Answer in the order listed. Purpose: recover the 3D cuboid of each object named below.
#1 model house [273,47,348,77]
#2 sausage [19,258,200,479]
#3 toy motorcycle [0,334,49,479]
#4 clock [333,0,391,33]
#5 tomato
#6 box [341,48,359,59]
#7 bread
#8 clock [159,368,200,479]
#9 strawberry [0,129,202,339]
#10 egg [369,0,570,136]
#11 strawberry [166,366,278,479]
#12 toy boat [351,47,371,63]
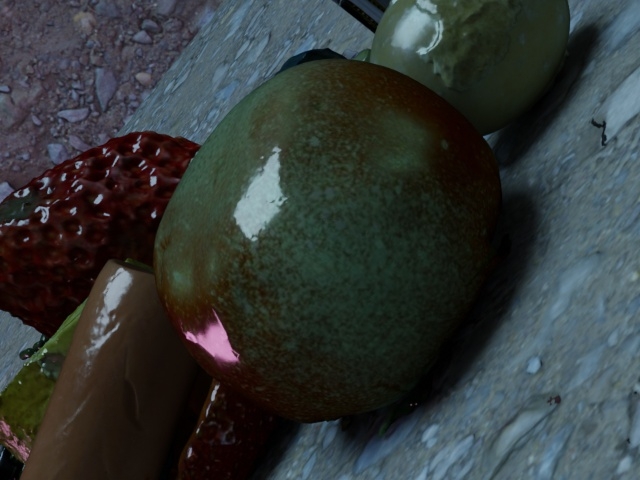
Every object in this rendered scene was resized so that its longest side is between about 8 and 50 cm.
[{"bbox_3d":[-0.045,-0.019,1.798,0.291,0.184,0.253,-41,22,54],"label":"model house"},{"bbox_3d":[-0.193,0.169,1.623,0.121,0.121,0.304,-159,89,-75],"label":"sausage"},{"bbox_3d":[-0.329,0.209,2.230,0.275,0.127,0.205,-63,14,-24],"label":"toy motorcycle"},{"bbox_3d":[0.149,-0.288,1.792,0.253,0.186,0.083,-51,9,4],"label":"clock"},{"bbox_3d":[0.000,0.000,1.461,0.303,0.239,0.303,-51,16,21],"label":"tomato"},{"bbox_3d":[0.042,-0.211,2.240,0.050,0.036,0.117,-53,13,2],"label":"box"},{"bbox_3d":[-0.218,0.126,1.796,0.257,0.124,0.186,-53,4,-37],"label":"bread"},{"bbox_3d":[-0.205,0.264,1.833,0.319,0.066,0.319,-49,14,17],"label":"clock"},{"bbox_3d":[-0.229,-0.003,2.066,0.291,0.310,0.291,-54,12,17],"label":"strawberry"},{"bbox_3d":[0.135,-0.176,1.595,0.201,0.164,0.164,-39,10,-18],"label":"egg"},{"bbox_3d":[-0.079,0.157,1.628,0.192,0.085,0.140,-79,16,-46],"label":"strawberry"},{"bbox_3d":[0.054,-0.170,2.032,0.185,0.071,0.089,-38,22,47],"label":"toy boat"}]
